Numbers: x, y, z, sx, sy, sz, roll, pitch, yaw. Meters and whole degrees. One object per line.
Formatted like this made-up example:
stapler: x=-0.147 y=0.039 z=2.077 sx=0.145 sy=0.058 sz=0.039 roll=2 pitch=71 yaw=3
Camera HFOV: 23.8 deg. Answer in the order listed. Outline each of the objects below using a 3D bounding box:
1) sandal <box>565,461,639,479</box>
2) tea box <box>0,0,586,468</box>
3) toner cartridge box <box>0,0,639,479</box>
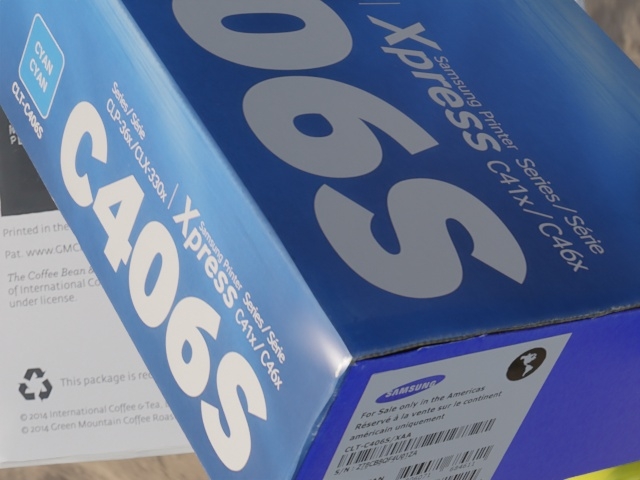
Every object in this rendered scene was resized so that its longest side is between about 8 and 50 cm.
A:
sandal: x=0.139 y=0.255 z=1.062 sx=0.317 sy=0.126 sz=0.138 roll=-66 pitch=31 yaw=20
tea box: x=0.000 y=0.000 z=0.907 sx=0.329 sy=0.323 sz=0.220 roll=-6 pitch=88 yaw=9
toner cartridge box: x=-0.020 y=-0.075 z=0.479 sx=0.165 sy=0.075 sz=0.348 roll=-6 pitch=47 yaw=-35
